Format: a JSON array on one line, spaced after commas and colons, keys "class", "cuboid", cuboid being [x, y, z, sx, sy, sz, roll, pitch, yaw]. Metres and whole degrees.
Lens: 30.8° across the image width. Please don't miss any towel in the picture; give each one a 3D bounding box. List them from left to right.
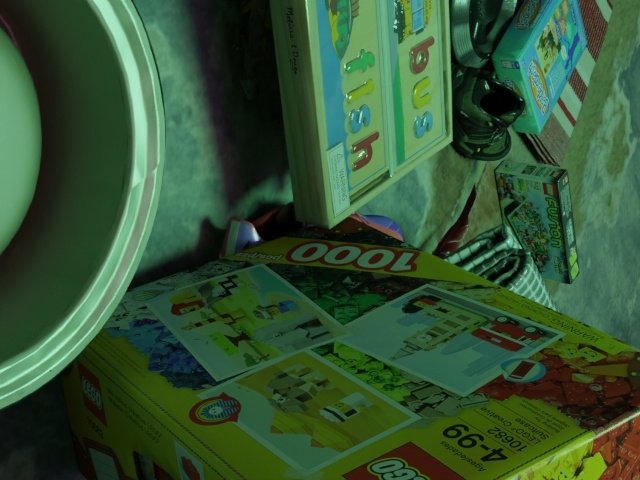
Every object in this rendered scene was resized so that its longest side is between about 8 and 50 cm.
[{"class": "towel", "cuboid": [0.189, 0.137, 1.588, 0.284, 0.121, 0.235, -34, 139, 5]}, {"class": "towel", "cuboid": [0.391, -0.317, 1.923, 0.237, 0.037, 0.329, 42, 64, -49]}]

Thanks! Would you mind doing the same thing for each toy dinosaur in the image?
[{"class": "toy dinosaur", "cuboid": [-0.059, -0.265, 1.298, 0.211, 0.064, 0.112, -64, 159, -2]}]

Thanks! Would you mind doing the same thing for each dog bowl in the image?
[{"class": "dog bowl", "cuboid": [-0.314, -0.069, 0.909, 0.408, 0.150, 0.407, -23, 119, -50]}]

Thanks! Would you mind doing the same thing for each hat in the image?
[{"class": "hat", "cuboid": [0.150, 0.038, 1.700, 0.209, 0.183, 0.173, 0, 133, -30]}]

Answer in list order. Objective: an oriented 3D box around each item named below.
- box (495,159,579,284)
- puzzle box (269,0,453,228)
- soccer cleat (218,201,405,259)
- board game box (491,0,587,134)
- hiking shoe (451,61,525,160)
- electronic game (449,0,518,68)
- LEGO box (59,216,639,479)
[{"class": "box", "cuboid": [0.354, -0.029, 1.887, 0.036, 0.114, 0.207, -45, 133, -38]}, {"class": "puzzle box", "cuboid": [0.053, -0.248, 1.283, 0.272, 0.052, 0.408, -37, 131, -42]}, {"class": "soccer cleat", "cuboid": [0.000, 0.000, 1.407, 0.318, 0.109, 0.116, -19, 119, -47]}, {"class": "board game box", "cuboid": [0.341, -0.293, 1.785, 0.210, 0.047, 0.160, -58, 142, -28]}, {"class": "hiking shoe", "cuboid": [0.246, -0.176, 1.690, 0.227, 0.114, 0.086, 41, 67, -52]}, {"class": "electronic game", "cuboid": [0.235, -0.359, 1.676, 0.229, 0.048, 0.229, -38, 137, -49]}, {"class": "LEGO box", "cuboid": [0.029, 0.176, 1.080, 0.373, 0.500, 0.193, -20, 117, -30]}]
